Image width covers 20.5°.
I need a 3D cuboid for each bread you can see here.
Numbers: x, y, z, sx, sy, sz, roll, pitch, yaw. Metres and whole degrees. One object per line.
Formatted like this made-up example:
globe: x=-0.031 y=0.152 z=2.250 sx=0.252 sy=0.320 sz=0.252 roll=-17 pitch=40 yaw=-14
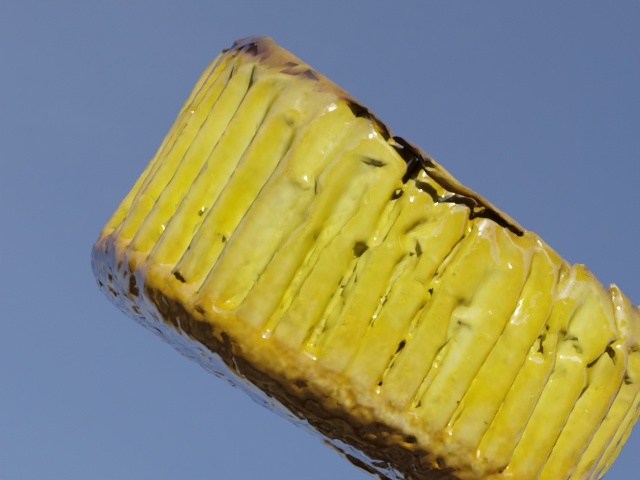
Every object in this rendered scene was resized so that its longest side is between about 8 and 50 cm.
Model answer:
bread: x=0.026 y=0.029 z=0.806 sx=0.253 sy=0.227 sz=0.142 roll=38 pitch=-99 yaw=-18
